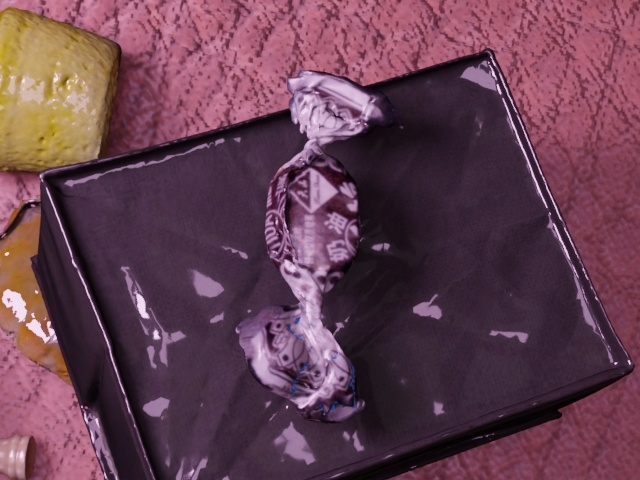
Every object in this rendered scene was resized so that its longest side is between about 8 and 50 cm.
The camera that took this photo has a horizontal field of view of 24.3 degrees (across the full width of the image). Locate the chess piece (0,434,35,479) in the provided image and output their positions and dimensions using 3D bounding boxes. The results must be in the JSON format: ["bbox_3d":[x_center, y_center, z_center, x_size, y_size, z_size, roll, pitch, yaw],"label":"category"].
[{"bbox_3d":[-0.269,0.164,1.149,0.092,0.035,0.035,5,85,1],"label":"chess piece"}]

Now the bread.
[{"bbox_3d":[-0.215,-0.110,1.140,0.114,0.111,0.129,10,89,-10],"label":"bread"}]

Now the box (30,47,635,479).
[{"bbox_3d":[-0.005,0.050,1.045,0.345,0.204,0.251,-18,77,-14],"label":"box"}]

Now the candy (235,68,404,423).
[{"bbox_3d":[0.000,0.000,0.930,0.094,0.051,0.226,10,73,-17],"label":"candy"}]

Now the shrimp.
[{"bbox_3d":[-0.138,0.048,1.157,0.253,0.058,0.173,24,77,-2],"label":"shrimp"}]
